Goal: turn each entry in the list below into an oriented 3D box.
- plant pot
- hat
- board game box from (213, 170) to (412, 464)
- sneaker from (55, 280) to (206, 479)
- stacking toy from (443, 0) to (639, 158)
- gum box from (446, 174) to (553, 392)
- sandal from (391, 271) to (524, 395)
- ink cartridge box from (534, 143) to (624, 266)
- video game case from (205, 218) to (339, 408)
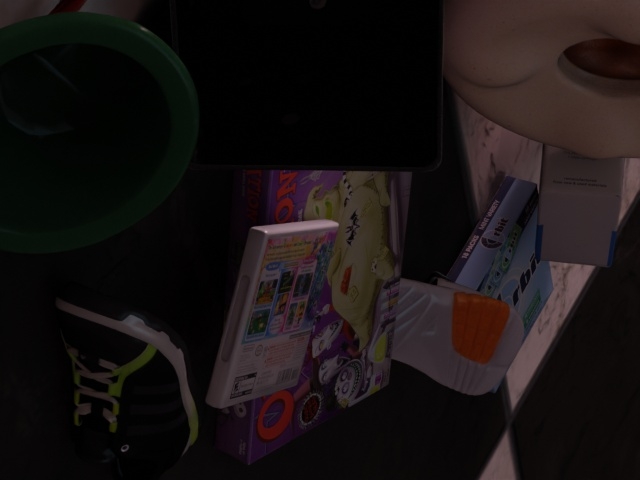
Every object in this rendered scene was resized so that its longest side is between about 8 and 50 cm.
[{"bbox_3d":[-0.006,-0.173,1.429,0.167,0.188,0.188,-87,176,-56],"label":"plant pot"},{"bbox_3d":[-0.178,-0.116,1.316,0.209,0.183,0.173,-19,128,-7],"label":"hat"},{"bbox_3d":[0.000,0.000,1.691,0.208,0.056,0.346,-22,126,-44],"label":"board game box"},{"bbox_3d":[-0.145,0.120,1.461,0.097,0.084,0.234,-60,152,-22],"label":"sneaker"},{"bbox_3d":[0.306,-0.346,1.891,0.350,0.351,0.479,54,41,-59],"label":"stacking toy"},{"bbox_3d":[0.194,0.049,2.136,0.157,0.041,0.184,-57,149,-30],"label":"gum box"},{"bbox_3d":[0.097,0.072,1.928,0.265,0.076,0.102,23,101,-44],"label":"sandal"},{"bbox_3d":[0.274,-0.097,2.063,0.148,0.086,0.203,83,13,-59],"label":"ink cartridge box"},{"bbox_3d":[-0.036,0.055,1.578,0.157,0.019,0.143,-7,113,-68],"label":"video game case"}]
